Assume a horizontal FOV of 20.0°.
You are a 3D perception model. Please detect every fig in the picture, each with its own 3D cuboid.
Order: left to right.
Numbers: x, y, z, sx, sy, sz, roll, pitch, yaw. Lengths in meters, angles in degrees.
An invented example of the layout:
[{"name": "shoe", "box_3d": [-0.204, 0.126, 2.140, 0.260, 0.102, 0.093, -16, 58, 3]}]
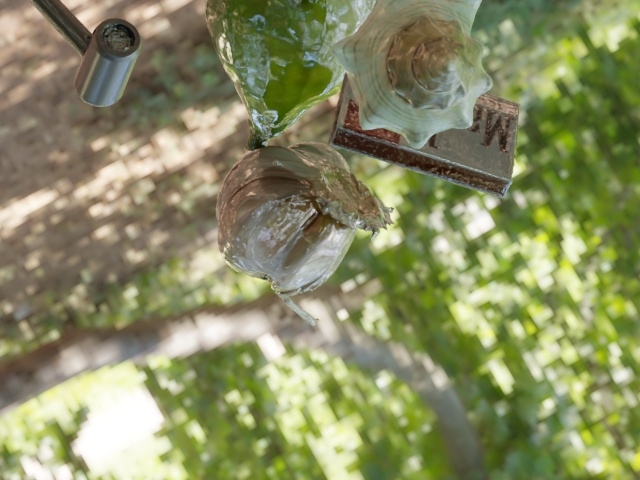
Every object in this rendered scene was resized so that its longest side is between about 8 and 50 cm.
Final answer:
[{"name": "fig", "box_3d": [-0.026, -0.266, 2.087, 0.233, 0.233, 0.314, -28, 156, -14]}]

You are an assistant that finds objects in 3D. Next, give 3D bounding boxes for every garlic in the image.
[{"name": "garlic", "box_3d": [0.000, 0.000, 2.115, 0.207, 0.257, 0.207, -22, -150, 13]}]

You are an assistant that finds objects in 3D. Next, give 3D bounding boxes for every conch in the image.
[{"name": "conch", "box_3d": [0.072, -0.157, 1.449, 0.137, 0.114, 0.234, -51, -155, 17]}]

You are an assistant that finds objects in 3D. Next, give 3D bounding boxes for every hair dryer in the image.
[{"name": "hair dryer", "box_3d": [-0.347, -0.306, 2.435, 0.070, 0.255, 0.128, -40, 174, -32]}]

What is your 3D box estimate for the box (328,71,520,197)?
[{"name": "box", "box_3d": [0.103, -0.112, 1.751, 0.036, 0.177, 0.115, 112, -7, -48]}]
